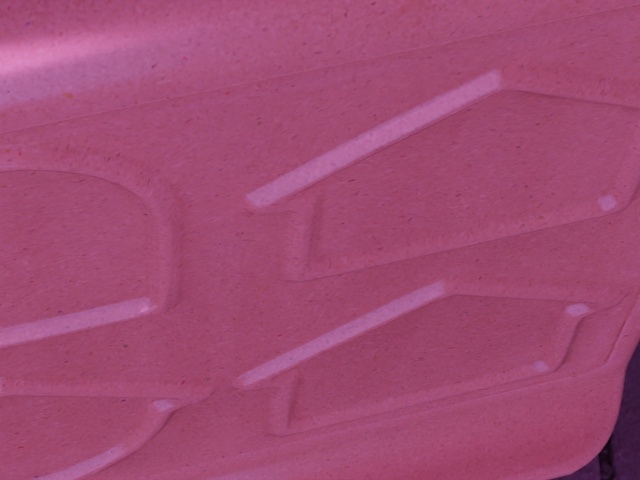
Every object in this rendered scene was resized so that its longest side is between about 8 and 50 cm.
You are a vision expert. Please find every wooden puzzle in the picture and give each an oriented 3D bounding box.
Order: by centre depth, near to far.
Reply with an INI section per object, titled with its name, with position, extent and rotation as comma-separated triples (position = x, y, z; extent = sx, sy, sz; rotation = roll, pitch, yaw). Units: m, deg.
[wooden puzzle]
position = -0.036, -0.003, 0.612
extent = 0.322, 0.080, 0.348
rotation = -13, 150, -10
